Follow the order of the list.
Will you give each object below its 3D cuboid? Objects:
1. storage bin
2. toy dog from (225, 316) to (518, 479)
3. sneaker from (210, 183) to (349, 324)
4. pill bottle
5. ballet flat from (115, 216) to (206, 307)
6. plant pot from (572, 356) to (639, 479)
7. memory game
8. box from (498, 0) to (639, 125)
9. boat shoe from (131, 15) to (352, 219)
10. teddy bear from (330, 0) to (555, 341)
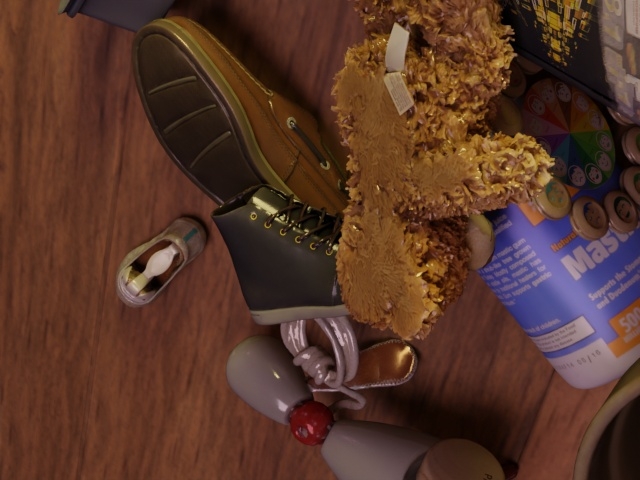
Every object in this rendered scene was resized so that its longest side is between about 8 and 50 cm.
[{"bbox_3d":[-0.171,-0.257,1.383,0.091,0.098,0.135,23,135,-21],"label":"storage bin"},{"bbox_3d":[0.072,0.195,1.521,0.334,0.161,0.220,54,135,9],"label":"toy dog"},{"bbox_3d":[0.000,0.000,1.308,0.222,0.083,0.118,-16,110,36],"label":"sneaker"},{"bbox_3d":[0.191,-0.022,1.272,0.272,0.152,0.152,51,131,-5],"label":"pill bottle"},{"bbox_3d":[-0.182,0.030,1.595,0.057,0.052,0.168,44,132,-2],"label":"ballet flat"},{"bbox_3d":[0.393,0.149,1.183,0.323,0.280,0.323,15,127,21],"label":"plant pot"},{"bbox_3d":[0.204,-0.088,1.204,0.186,0.186,0.012,49,140,-6],"label":"memory game"},{"bbox_3d":[0.180,-0.304,0.995,0.318,0.097,0.395,-134,34,-58],"label":"box"},{"bbox_3d":[-0.060,-0.088,1.416,0.110,0.104,0.307,-16,113,46],"label":"boat shoe"},{"bbox_3d":[0.086,-0.098,1.133,0.245,0.113,0.338,-6,92,54],"label":"teddy bear"}]
